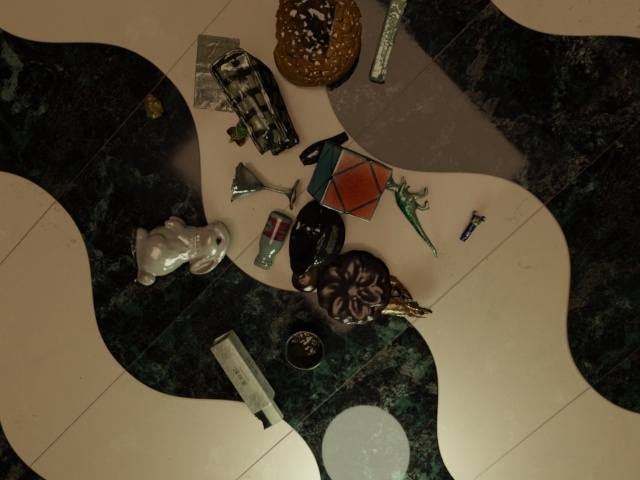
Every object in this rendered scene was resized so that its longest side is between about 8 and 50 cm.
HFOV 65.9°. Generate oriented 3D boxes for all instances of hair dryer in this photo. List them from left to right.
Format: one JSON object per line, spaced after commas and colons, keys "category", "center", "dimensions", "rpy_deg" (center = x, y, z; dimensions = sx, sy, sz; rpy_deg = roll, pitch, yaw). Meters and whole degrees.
{"category": "hair dryer", "center": [0.047, -0.274, 1.837], "dimensions": [0.195, 0.075, 0.219], "rpy_deg": [-28, 107, -1]}

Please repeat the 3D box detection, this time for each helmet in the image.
{"category": "helmet", "center": [0.000, 0.000, 1.794], "dimensions": [0.160, 0.230, 0.279], "rpy_deg": [13, 87, -33]}

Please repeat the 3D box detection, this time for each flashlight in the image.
{"category": "flashlight", "center": [0.563, -0.048, 1.841], "dimensions": [0.057, 0.035, 0.121], "rpy_deg": [32, 100, -3]}

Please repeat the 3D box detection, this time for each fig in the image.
{"category": "fig", "center": [-0.046, 0.123, 1.884], "dimensions": [0.109, 0.103, 0.155], "rpy_deg": [15, 101, -20]}

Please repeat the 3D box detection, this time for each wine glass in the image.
{"category": "wine glass", "center": [-0.201, -0.193, 1.821], "dimensions": [0.232, 0.156, 0.156], "rpy_deg": [14, 101, -2]}

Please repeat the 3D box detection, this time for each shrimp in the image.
{"category": "shrimp", "center": [0.295, 0.216, 1.901], "dimensions": [0.286, 0.063, 0.152], "rpy_deg": [11, 89, 4]}

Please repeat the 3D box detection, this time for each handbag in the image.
{"category": "handbag", "center": [-0.205, -0.456, 1.678], "dimensions": [0.162, 0.325, 0.327], "rpy_deg": [-24, 97, 10]}

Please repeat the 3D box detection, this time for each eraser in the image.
{"category": "eraser", "center": [-0.292, 0.559, 1.981], "dimensions": [0.098, 0.096, 0.404], "rpy_deg": [-31, 96, 8]}

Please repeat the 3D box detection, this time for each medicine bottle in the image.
{"category": "medicine bottle", "center": [-0.185, 0.001, 1.876], "dimensions": [0.090, 0.090, 0.217], "rpy_deg": [23, 101, 0]}

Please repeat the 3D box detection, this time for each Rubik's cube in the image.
{"category": "Rubik's cube", "center": [0.096, -0.210, 1.734], "dimensions": [0.207, 0.205, 0.205], "rpy_deg": [17, 103, -20]}

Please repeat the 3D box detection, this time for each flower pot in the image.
{"category": "flower pot", "center": [-0.060, 0.415, 1.934], "dimensions": [0.157, 0.107, 0.158], "rpy_deg": [0, 97, 3]}

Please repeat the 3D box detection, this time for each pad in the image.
{"category": "pad", "center": [-0.386, -0.616, 1.824], "dimensions": [0.159, 0.009, 0.265], "rpy_deg": [7, 100, 4]}

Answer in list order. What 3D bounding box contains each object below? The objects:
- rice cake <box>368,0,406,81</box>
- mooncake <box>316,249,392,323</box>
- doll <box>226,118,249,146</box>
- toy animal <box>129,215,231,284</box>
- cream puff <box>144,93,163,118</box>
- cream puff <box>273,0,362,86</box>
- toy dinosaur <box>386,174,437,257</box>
{"category": "rice cake", "center": [0.241, -0.730, 1.730], "dimensions": [0.062, 0.066, 0.337], "rpy_deg": [13, 102, -7]}
{"category": "mooncake", "center": [0.124, 0.175, 1.831], "dimensions": [0.282, 0.141, 0.284], "rpy_deg": [0, 91, 16]}
{"category": "doll", "center": [-0.300, -0.396, 1.822], "dimensions": [0.113, 0.077, 0.078], "rpy_deg": [-39, 104, 10]}
{"category": "toy animal", "center": [-0.518, 0.036, 1.870], "dimensions": [0.356, 0.194, 0.258], "rpy_deg": [0, 90, -4]}
{"category": "cream puff", "center": [-0.622, -0.500, 1.840], "dimensions": [0.058, 0.083, 0.083], "rpy_deg": [-32, 84, -35]}
{"category": "cream puff", "center": [-0.022, -0.696, 1.672], "dimensions": [0.343, 0.231, 0.327], "rpy_deg": [-40, 98, 10]}
{"category": "toy dinosaur", "center": [0.371, -0.118, 1.827], "dimensions": [0.129, 0.076, 0.383], "rpy_deg": [-36, 92, 16]}
